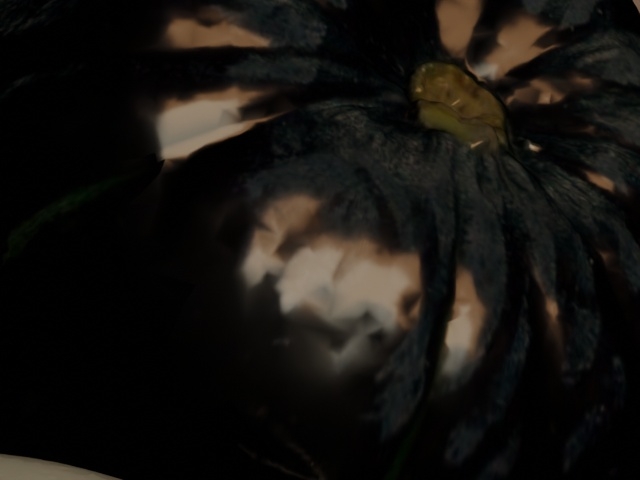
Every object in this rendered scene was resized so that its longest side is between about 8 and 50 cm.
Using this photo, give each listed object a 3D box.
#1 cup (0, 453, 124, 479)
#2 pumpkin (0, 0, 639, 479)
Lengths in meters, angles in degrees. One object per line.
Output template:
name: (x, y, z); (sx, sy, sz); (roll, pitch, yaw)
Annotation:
cup: (-0.110, 0.196, 0.579); (0.347, 0.347, 0.163); (26, 36, -14)
pumpkin: (0.000, 0.000, 0.745); (0.363, 0.266, 0.363); (12, 57, -19)
